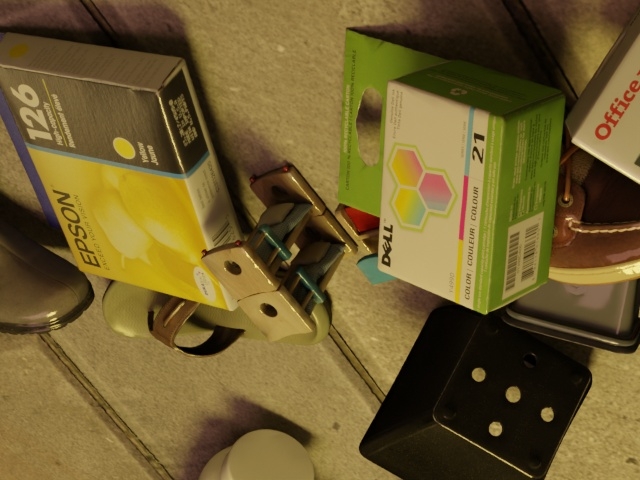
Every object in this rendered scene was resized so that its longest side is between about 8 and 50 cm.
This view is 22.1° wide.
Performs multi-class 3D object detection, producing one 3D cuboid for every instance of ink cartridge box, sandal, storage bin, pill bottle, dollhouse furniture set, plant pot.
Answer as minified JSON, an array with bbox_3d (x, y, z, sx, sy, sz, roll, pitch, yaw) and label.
[{"bbox_3d":[-0.241,-0.079,1.773,0.307,0.072,0.304,10,137,29],"label":"ink cartridge box"},{"bbox_3d":[-0.133,0.085,1.893,0.302,0.086,0.120,1,133,31],"label":"sandal"},{"bbox_3d":[0.260,0.042,1.617,0.135,0.098,0.091,16,111,17],"label":"storage bin"},{"bbox_3d":[-0.097,0.354,2.108,0.152,0.152,0.272,28,140,2],"label":"pill bottle"},{"bbox_3d":[0.086,-0.068,1.489,0.255,0.097,0.189,22,121,37],"label":"ink cartridge box"},{"bbox_3d":[0.330,-0.099,1.364,0.208,0.087,0.153,31,105,-1],"label":"ink cartridge box"},{"bbox_3d":[0.000,0.000,1.687,0.183,0.129,0.129,-16,123,42],"label":"dollhouse furniture set"},{"bbox_3d":[0.174,0.173,1.682,0.187,0.188,0.167,30,163,0],"label":"plant pot"}]

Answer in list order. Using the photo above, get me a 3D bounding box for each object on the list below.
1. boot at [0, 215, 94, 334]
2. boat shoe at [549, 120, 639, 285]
[{"bbox_3d":[-0.424,-0.032,1.902,0.338,0.118,0.223,20,140,20],"label":"boot"},{"bbox_3d":[0.213,-0.044,1.524,0.342,0.123,0.123,1,134,40],"label":"boat shoe"}]
